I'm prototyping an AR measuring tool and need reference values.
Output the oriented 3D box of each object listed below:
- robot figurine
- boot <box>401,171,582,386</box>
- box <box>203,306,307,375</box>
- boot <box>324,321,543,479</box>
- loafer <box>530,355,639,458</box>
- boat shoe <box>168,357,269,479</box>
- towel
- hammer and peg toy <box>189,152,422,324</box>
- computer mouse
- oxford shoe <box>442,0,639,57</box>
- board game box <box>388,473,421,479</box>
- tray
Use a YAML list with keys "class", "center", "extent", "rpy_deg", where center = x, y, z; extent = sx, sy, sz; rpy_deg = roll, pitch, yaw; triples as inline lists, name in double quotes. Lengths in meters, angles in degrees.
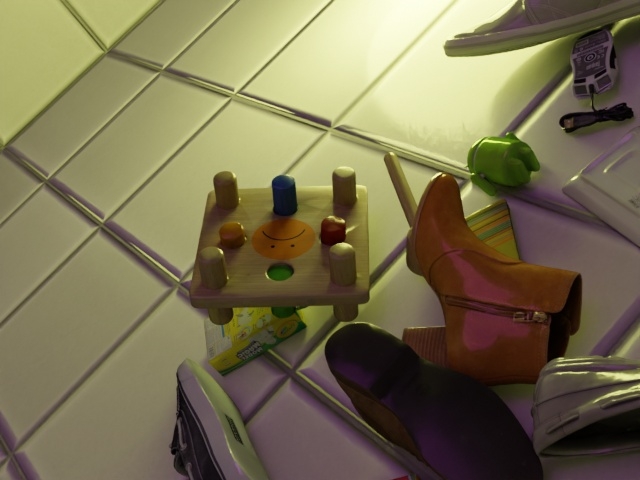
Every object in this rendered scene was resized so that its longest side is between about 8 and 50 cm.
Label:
- class: "robot figurine"
  center: [0.260, -0.115, 1.377]
  extent: [0.101, 0.067, 0.115]
  rpy_deg: [-50, 35, -18]
- class: "boot"
  center: [0.218, 0.041, 1.175]
  extent: [0.211, 0.104, 0.295]
  rpy_deg: [-5, 62, 32]
- class: "box"
  center: [-0.092, 0.120, 1.453]
  extent: [0.179, 0.043, 0.105]
  rpy_deg: [-32, 35, 12]
- class: "boot"
  center: [0.132, 0.215, 1.103]
  extent: [0.112, 0.115, 0.305]
  rpy_deg: [-37, 50, -22]
- class: "loafer"
  center: [0.355, 0.171, 0.934]
  extent: [0.319, 0.112, 0.112]
  rpy_deg: [-14, 46, 43]
- class: "boat shoe"
  center: [-0.157, 0.273, 1.289]
  extent: [0.102, 0.108, 0.301]
  rpy_deg: [-42, 37, 3]
- class: "towel"
  center: [0.223, 0.044, 1.273]
  extent: [0.102, 0.021, 0.237]
  rpy_deg: [-29, 36, 24]
- class: "hammer and peg toy"
  center: [0.000, 0.000, 1.406]
  extent: [0.361, 0.127, 0.266]
  rpy_deg: [-2, 40, 3]
- class: "computer mouse"
  center: [0.409, -0.236, 1.406]
  extent: [0.106, 0.042, 0.193]
  rpy_deg: [-17, 45, 36]
- class: "oxford shoe"
  center: [0.397, -0.383, 1.464]
  extent: [0.449, 0.130, 0.169]
  rpy_deg: [-15, 10, 26]
- class: "board game box"
  center: [0.001, 0.359, 1.102]
  extent: [0.259, 0.039, 0.124]
  rpy_deg: [-24, 36, 25]
- class: "tray"
  center: [0.427, -0.063, 1.198]
  extent: [0.145, 0.030, 0.270]
  rpy_deg: [-39, 34, 1]
